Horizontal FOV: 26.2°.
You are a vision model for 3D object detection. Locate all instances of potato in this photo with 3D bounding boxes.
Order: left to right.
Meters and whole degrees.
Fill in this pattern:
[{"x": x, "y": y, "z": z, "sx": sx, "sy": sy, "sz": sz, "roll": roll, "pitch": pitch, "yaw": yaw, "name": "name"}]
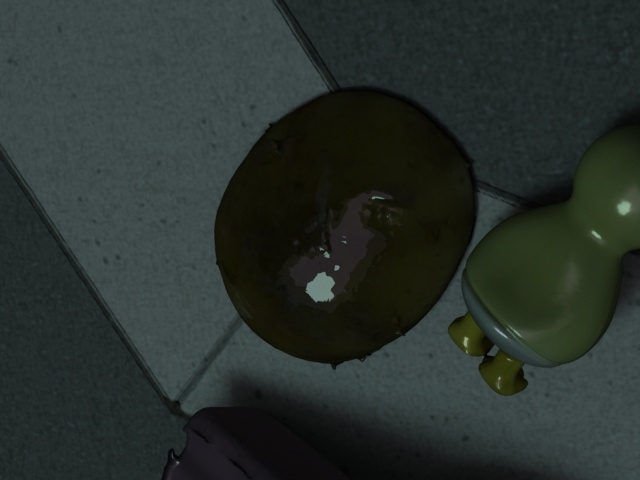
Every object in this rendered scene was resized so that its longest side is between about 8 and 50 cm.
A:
[{"x": 0.000, "y": 0.000, "z": 1.297, "sx": 0.239, "sy": 0.116, "sz": 0.299, "roll": 45, "pitch": 119, "yaw": 8, "name": "potato"}]

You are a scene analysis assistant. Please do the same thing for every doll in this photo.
[{"x": 0.227, "y": 0.008, "z": 1.198, "sx": 0.296, "sy": 0.117, "sz": 0.141, "roll": -46, "pitch": 56, "yaw": 20, "name": "doll"}]

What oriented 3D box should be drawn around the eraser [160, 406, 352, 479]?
[{"x": -0.027, "y": 0.360, "z": 1.329, "sx": 0.359, "sy": 0.122, "sz": 0.272, "roll": 33, "pitch": 112, "yaw": 45, "name": "eraser"}]
